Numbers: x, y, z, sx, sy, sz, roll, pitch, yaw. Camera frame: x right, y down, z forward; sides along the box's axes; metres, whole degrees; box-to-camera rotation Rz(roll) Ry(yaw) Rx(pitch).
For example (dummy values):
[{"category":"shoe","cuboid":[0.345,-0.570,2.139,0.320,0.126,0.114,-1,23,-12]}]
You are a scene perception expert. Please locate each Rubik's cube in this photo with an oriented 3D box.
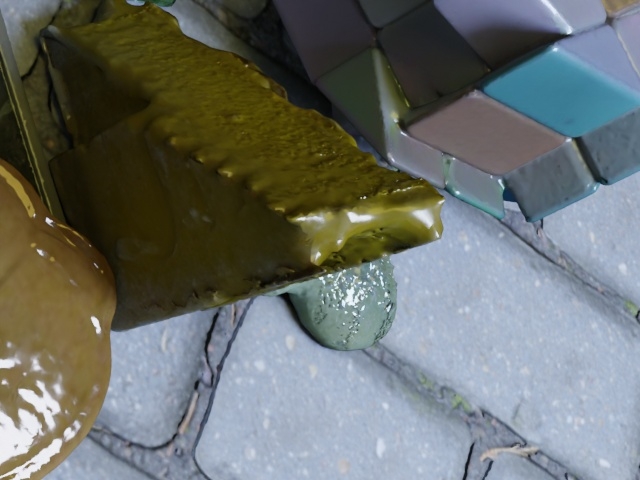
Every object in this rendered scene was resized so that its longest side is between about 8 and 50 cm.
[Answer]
[{"category":"Rubik's cube","cuboid":[0.164,-0.200,1.910,0.387,0.358,0.368,-25,87,-54]}]

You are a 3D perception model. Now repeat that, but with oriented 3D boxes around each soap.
[{"category":"soap","cuboid":[-0.079,-0.102,1.695,0.169,0.338,0.304,-18,90,-42]}]

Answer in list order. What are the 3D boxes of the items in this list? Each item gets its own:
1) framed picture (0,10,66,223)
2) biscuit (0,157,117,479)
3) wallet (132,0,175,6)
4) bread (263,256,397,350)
[{"category":"framed picture","cuboid":[-0.322,-0.056,1.694,0.209,0.019,0.281,-18,90,-41]},{"category":"biscuit","cuboid":[-0.323,0.058,1.614,0.351,0.057,0.312,48,53,-20]},{"category":"wallet","cuboid":[-0.150,-0.324,1.797,0.160,0.236,0.055,11,35,-36]},{"category":"bread","cuboid":[0.000,0.000,1.912,0.232,0.064,0.172,39,58,-26]}]
